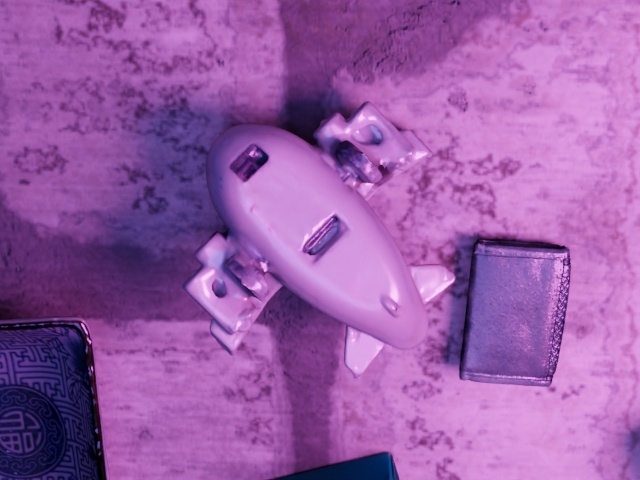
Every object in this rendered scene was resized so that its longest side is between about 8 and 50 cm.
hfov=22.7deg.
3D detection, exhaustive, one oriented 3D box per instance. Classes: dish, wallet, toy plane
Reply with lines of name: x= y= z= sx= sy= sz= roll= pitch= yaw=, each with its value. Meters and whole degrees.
dish: x=-0.274 y=0.173 z=1.416 sx=0.181 sy=0.080 sz=0.243 roll=-3 pitch=109 yaw=4
wallet: x=0.169 y=0.063 z=1.387 sx=0.088 sy=0.026 sz=0.129 roll=4 pitch=106 yaw=-3
toy plane: x=0.000 y=0.000 z=1.335 sx=0.244 sy=0.117 sz=0.245 roll=0 pitch=94 yaw=-8

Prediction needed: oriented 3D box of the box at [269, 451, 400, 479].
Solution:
box: x=-0.031 y=0.300 z=1.437 sx=0.244 sy=0.092 sz=0.153 roll=-14 pitch=107 yaw=8
